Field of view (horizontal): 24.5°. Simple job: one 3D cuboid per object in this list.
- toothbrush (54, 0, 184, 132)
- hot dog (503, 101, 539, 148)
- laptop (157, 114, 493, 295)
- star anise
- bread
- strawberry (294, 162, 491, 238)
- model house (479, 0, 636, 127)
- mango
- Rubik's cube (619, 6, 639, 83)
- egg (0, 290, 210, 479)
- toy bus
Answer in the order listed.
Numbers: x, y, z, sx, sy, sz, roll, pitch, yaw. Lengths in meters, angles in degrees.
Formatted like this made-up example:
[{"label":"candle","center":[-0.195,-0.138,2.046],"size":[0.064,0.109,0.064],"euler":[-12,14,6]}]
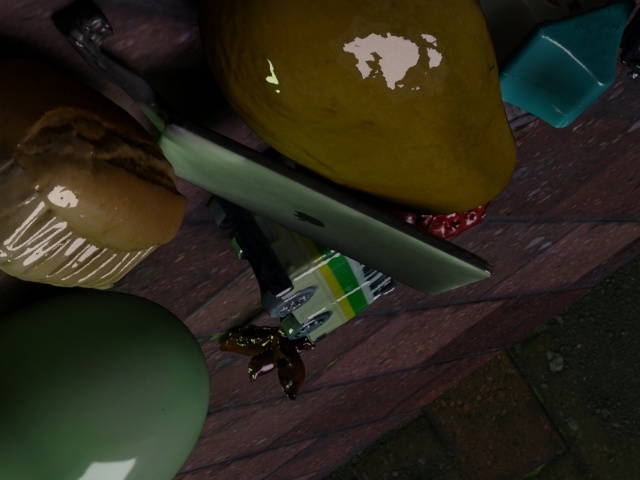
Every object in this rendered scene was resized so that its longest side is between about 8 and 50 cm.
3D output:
[{"label":"toothbrush","center":[-0.131,-0.110,1.082],"size":[0.030,0.030,0.297],"euler":[-40,164,0]},{"label":"hot dog","center":[0.141,-0.093,1.585],"size":[0.144,0.075,0.268],"euler":[-16,162,-33]},{"label":"laptop","center":[-0.006,-0.022,1.168],"size":[0.187,0.269,0.015],"euler":[144,-30,-77]},{"label":"star anise","center":[-0.057,0.101,1.827],"size":[0.140,0.158,0.144],"euler":[-39,133,-9]},{"label":"bread","center":[-0.173,-0.045,0.993],"size":[0.106,0.140,0.236],"euler":[-38,167,7]},{"label":"strawberry","center":[0.061,-0.095,1.255],"size":[0.184,0.187,0.202],"euler":[-1,128,3]},{"label":"model house","center":[0.196,-0.181,1.274],"size":[0.127,0.149,0.100],"euler":[-22,165,-36]},{"label":"mango","center":[0.025,-0.119,1.038],"size":[0.195,0.142,0.332],"euler":[3,153,18]},{"label":"Rubik's cube","center":[0.468,-0.229,1.215],"size":[0.305,0.310,0.307],"euler":[-50,174,-19]},{"label":"egg","center":[-0.231,0.161,1.371],"size":[0.269,0.220,0.220],"euler":[-35,167,-22]},{"label":"toy bus","center":[0.000,0.000,1.481],"size":[0.164,0.134,0.276],"euler":[-31,165,0]}]
